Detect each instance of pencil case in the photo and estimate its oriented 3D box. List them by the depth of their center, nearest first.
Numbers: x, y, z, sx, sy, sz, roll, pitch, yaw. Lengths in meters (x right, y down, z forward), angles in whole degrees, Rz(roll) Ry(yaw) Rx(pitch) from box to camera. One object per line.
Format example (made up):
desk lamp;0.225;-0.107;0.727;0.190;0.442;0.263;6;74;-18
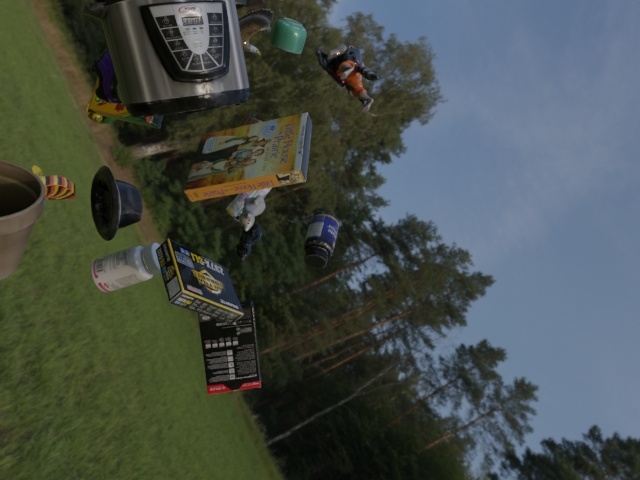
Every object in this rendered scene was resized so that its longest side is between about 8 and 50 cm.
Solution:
pencil case;-0.308;-0.207;2.020;0.113;0.273;0.124;39;9;-4

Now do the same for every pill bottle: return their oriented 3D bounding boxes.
pill bottle;0.000;0.000;1.801;0.123;0.123;0.219;90;11;-52
pill bottle;-0.836;0.115;1.972;0.160;0.283;0.160;-17;90;-86

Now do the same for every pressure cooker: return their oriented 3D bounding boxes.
pressure cooker;-0.408;-0.571;1.240;0.370;0.375;0.420;-60;146;-66

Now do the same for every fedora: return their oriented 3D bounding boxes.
fedora;-0.857;-0.158;1.907;0.334;0.152;0.334;3;-85;47

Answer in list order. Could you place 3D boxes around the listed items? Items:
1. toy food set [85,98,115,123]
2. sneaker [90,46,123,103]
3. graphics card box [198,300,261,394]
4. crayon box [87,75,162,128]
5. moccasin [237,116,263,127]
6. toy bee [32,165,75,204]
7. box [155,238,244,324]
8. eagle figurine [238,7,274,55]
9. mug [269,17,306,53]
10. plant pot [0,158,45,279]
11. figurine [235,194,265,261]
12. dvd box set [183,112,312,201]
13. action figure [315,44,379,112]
toy food set;-0.970;-0.606;2.068;0.071;0.218;0.128;58;-9;44
sneaker;-0.670;-0.584;1.450;0.102;0.146;0.293;43;50;-76
graphics card box;-0.384;0.454;1.909;0.094;0.233;0.371;-126;-150;-76
crayon box;-0.769;-0.576;1.763;0.081;0.318;0.202;39;65;-82
moccasin;-0.262;-0.418;2.137;0.147;0.139;0.380;10;-41;24
toy bee;-1.096;-0.193;1.678;0.195;0.298;0.162;47;-28;22
box;-0.449;0.158;1.678;0.322;0.079;0.257;37;16;-50
eagle figurine;-0.361;-0.964;2.117;0.226;0.298;0.225;33;11;24
mug;-0.120;-0.789;1.711;0.158;0.129;0.097;-100;-153;-54
plant pot;-0.960;-0.038;1.257;0.323;0.323;0.280;50;-49;39
figurine;-0.281;-0.051;1.759;0.209;0.092;0.215;-85;-174;-64
dvd box set;-0.244;-0.291;1.554;0.062;0.420;0.307;65;23;-48
action figure;0.154;-0.674;1.838;0.341;0.178;0.330;29;36;-38
